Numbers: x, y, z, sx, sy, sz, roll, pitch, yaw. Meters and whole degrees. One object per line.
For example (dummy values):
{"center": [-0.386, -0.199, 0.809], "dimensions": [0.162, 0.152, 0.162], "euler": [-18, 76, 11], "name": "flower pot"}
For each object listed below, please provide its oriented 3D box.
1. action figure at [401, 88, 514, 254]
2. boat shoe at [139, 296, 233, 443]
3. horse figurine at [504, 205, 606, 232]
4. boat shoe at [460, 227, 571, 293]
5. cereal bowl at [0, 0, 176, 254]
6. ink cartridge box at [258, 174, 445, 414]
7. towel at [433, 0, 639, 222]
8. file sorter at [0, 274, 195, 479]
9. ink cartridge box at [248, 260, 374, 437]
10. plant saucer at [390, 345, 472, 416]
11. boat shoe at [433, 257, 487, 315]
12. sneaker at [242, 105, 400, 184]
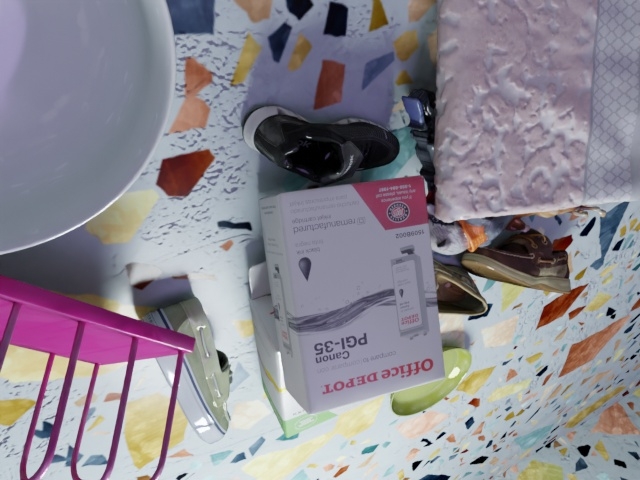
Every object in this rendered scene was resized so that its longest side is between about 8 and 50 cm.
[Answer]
{"center": [0.261, -0.118, 0.768], "dimensions": [0.330, 0.179, 0.341], "euler": [-50, 140, -3], "name": "action figure"}
{"center": [-0.185, 0.215, 0.798], "dimensions": [0.094, 0.109, 0.302], "euler": [-25, 133, -16], "name": "boat shoe"}
{"center": [0.455, -0.089, 0.923], "dimensions": [0.175, 0.066, 0.263], "euler": [6, 155, -1], "name": "horse figurine"}
{"center": [0.422, 0.033, 1.061], "dimensions": [0.342, 0.123, 0.123], "euler": [13, 88, -35], "name": "boat shoe"}
{"center": [-0.292, -0.158, 0.382], "dimensions": [0.339, 0.141, 0.338], "euler": [-18, 134, -20], "name": "cereal bowl"}
{"center": [0.045, 0.065, 0.693], "dimensions": [0.208, 0.117, 0.282], "euler": [-9, 95, -18], "name": "ink cartridge box"}
{"center": [0.302, -0.198, 0.678], "dimensions": [0.318, 0.053, 0.331], "euler": [-5, 103, -12], "name": "towel"}
{"center": [-0.325, 0.167, 0.545], "dimensions": [0.202, 0.182, 0.291], "euler": [-15, 148, 33], "name": "file sorter"}
{"center": [0.003, 0.169, 0.859], "dimensions": [0.207, 0.119, 0.353], "euler": [-19, 137, -17], "name": "ink cartridge box"}
{"center": [0.267, 0.342, 1.257], "dimensions": [0.241, 0.037, 0.240], "euler": [-19, 134, -21], "name": "plant saucer"}
{"center": [0.218, 0.092, 0.972], "dimensions": [0.286, 0.089, 0.104], "euler": [7, 121, -37], "name": "boat shoe"}
{"center": [0.022, -0.112, 0.656], "dimensions": [0.235, 0.106, 0.078], "euler": [1, 125, -34], "name": "sneaker"}
